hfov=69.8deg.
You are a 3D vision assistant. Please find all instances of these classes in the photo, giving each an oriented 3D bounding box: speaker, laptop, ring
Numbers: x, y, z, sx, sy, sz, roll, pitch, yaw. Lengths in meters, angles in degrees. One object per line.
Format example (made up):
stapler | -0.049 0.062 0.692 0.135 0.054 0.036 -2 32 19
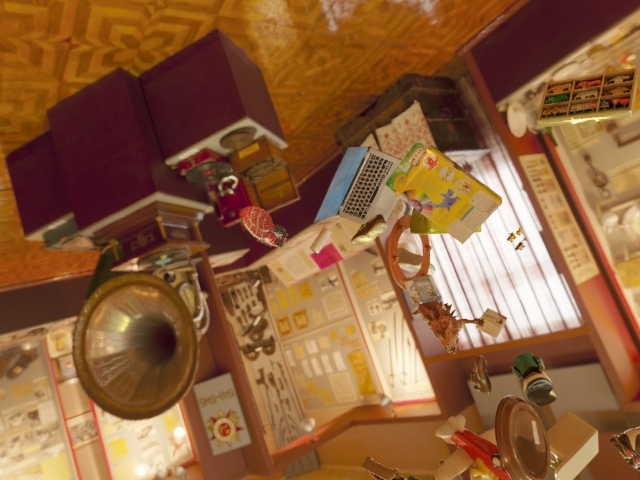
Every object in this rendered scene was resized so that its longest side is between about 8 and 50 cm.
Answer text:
speaker | 0.000 0.000 2.386 0.136 0.055 0.055 -57 174 -7
laptop | 0.216 -0.226 2.182 0.407 0.236 0.382 20 113 -14
ring | 0.406 0.054 2.026 0.032 0.337 0.336 -1 -175 42

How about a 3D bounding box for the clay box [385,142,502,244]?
clay box | 0.267 -0.109 1.008 0.127 0.222 0.053 -53 177 30

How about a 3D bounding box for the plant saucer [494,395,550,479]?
plant saucer | 0.651 0.637 1.461 0.277 0.278 0.041 -10 166 -45

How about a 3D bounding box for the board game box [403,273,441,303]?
board game box | 0.320 0.154 1.438 0.090 0.090 0.020 -17 -159 37

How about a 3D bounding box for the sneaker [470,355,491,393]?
sneaker | 0.635 0.543 1.846 0.071 0.189 0.066 -2 -153 35

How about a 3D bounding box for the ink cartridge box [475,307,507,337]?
ink cartridge box | 0.760 0.364 2.038 0.135 0.099 0.056 -23 134 -54

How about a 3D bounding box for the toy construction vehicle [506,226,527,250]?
toy construction vehicle | 0.826 -0.005 1.934 0.098 0.086 0.035 -41 -169 -25

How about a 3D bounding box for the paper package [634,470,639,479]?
paper package | 0.935 0.581 1.045 0.309 0.325 0.168 -42 -170 -19

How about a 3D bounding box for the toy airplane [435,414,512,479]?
toy airplane | 0.709 0.993 2.108 0.385 0.273 0.384 -2 -165 9

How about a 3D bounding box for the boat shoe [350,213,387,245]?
boat shoe | 0.199 -0.042 1.923 0.075 0.065 0.206 15 146 -32

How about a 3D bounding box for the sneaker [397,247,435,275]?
sneaker | 0.482 0.121 2.385 0.151 0.094 0.256 35 174 -31

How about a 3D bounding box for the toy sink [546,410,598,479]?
toy sink | 0.922 0.797 1.746 0.234 0.153 0.131 -35 -147 -16

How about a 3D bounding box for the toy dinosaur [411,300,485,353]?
toy dinosaur | 0.375 0.246 1.470 0.200 0.127 0.295 25 -177 -33

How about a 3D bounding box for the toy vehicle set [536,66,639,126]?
toy vehicle set | 0.857 -0.457 1.481 0.266 0.166 0.035 3 154 41

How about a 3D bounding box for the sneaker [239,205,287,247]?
sneaker | -0.262 -0.049 1.974 0.112 0.121 0.299 8 159 29

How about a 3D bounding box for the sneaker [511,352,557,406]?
sneaker | 0.803 0.507 1.745 0.123 0.178 0.295 -29 138 13

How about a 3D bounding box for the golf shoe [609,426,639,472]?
golf shoe | 1.068 0.710 1.483 0.120 0.273 0.105 -42 -162 11

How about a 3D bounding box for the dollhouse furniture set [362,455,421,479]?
dollhouse furniture set | 0.261 0.818 1.424 0.301 0.197 0.151 -8 -134 56

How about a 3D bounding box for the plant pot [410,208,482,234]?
plant pot | 0.494 -0.129 1.838 0.227 0.207 0.228 -1 -177 -7
